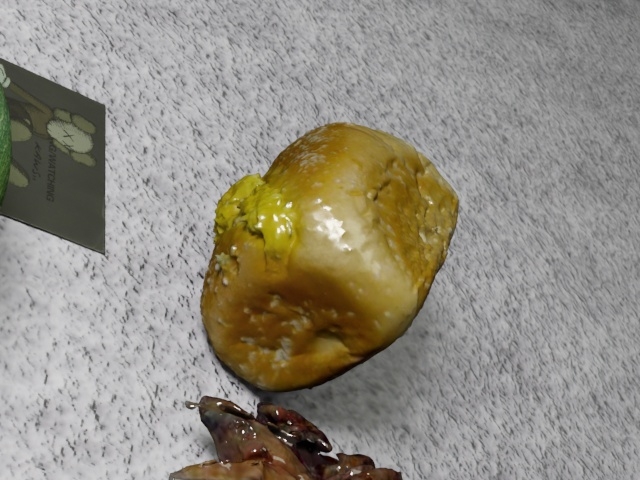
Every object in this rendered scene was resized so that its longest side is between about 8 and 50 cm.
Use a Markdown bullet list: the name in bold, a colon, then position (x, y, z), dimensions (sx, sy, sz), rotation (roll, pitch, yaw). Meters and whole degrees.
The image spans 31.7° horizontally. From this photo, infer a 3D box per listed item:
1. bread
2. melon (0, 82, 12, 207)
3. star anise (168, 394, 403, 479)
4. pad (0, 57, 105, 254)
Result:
- **bread**: position (0.000, 0.000, 0.991), dimensions (0.176, 0.195, 0.246), rotation (49, 31, -8)
- **melon**: position (-0.294, -0.049, 0.724), dimensions (0.182, 0.182, 0.287), rotation (33, 37, -20)
- **star anise**: position (0.007, 0.203, 0.838), dimensions (0.272, 0.102, 0.272), rotation (42, 19, -17)
- **pad**: position (-0.242, -0.080, 0.978), dimensions (0.127, 0.004, 0.190), rotation (23, 40, -32)
